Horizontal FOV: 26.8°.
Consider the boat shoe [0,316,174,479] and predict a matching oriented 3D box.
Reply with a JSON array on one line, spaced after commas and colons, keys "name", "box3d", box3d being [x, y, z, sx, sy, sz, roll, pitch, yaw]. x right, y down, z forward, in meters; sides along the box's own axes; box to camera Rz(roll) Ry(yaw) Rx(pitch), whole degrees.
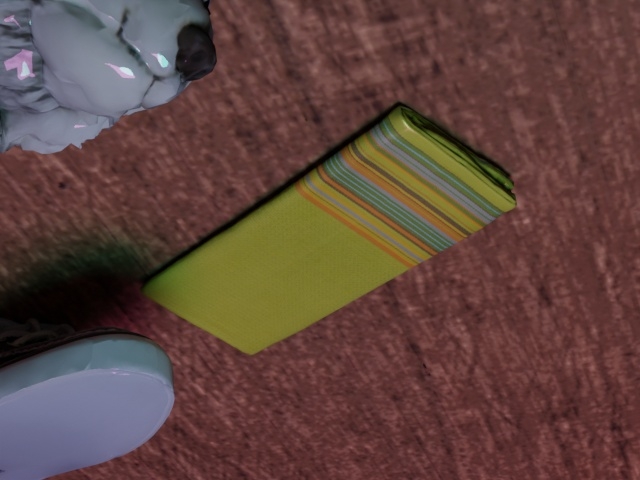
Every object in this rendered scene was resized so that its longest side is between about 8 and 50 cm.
[{"name": "boat shoe", "box3d": [-0.203, 0.103, 0.893, 0.113, 0.104, 0.306, 20, 144, -31]}]

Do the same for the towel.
[{"name": "towel", "box3d": [0.000, 0.000, 0.836, 0.102, 0.021, 0.237, 34, 131, -30]}]

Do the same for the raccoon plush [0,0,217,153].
[{"name": "raccoon plush", "box3d": [-0.250, -0.148, 0.564, 0.446, 0.299, 0.216, 33, 157, 7]}]
